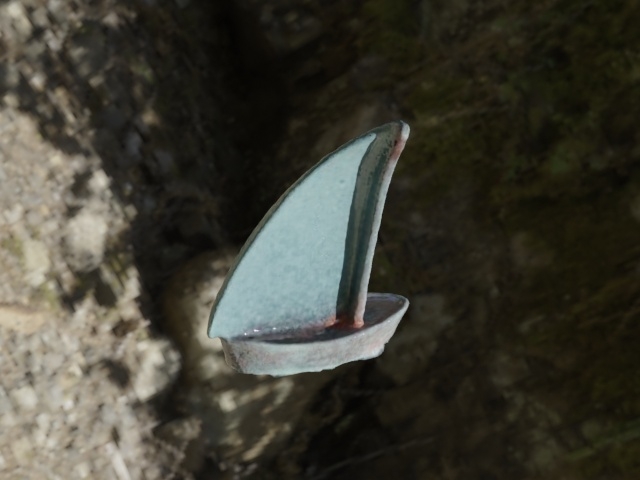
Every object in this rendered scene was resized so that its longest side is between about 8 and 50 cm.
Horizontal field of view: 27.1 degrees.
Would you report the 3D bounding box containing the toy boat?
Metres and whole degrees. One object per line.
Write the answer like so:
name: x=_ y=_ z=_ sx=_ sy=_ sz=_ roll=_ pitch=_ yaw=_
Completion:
toy boat: x=0.000 y=-0.001 z=0.548 sx=0.096 sy=0.122 sz=0.034 roll=-10 pitch=39 yaw=-22
